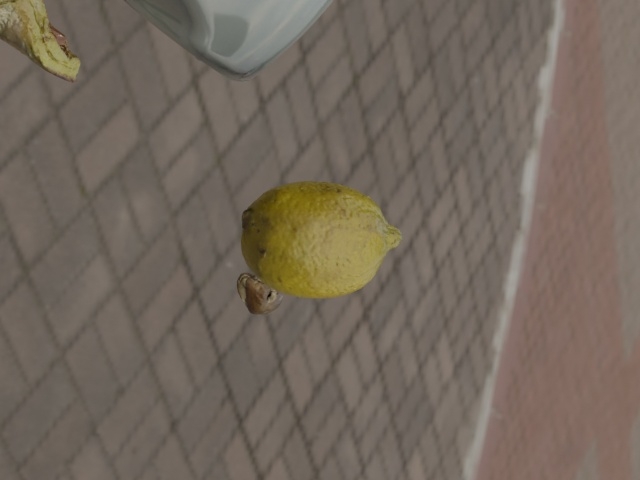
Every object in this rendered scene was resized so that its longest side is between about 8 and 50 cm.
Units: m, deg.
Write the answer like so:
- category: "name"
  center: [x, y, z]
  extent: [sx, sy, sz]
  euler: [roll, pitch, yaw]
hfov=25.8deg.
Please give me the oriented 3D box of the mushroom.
- category: "mushroom"
  center: [-0.065, 0.007, 1.749]
  extent: [0.060, 0.061, 0.187]
  euler: [-71, 173, -67]

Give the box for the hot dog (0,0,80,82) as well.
- category: "hot dog"
  center: [-0.307, -0.227, 1.415]
  extent: [0.061, 0.169, 0.078]
  euler: [-56, -164, 5]

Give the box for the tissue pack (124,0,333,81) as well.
- category: "tissue pack"
  center: [-0.118, -0.295, 0.996]
  extent: [0.333, 0.229, 0.236]
  euler: [34, 95, -33]

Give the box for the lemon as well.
- category: "lemon"
  center: [0.000, 0.000, 0.945]
  extent: [0.082, 0.111, 0.082]
  euler: [-175, -90, -84]
